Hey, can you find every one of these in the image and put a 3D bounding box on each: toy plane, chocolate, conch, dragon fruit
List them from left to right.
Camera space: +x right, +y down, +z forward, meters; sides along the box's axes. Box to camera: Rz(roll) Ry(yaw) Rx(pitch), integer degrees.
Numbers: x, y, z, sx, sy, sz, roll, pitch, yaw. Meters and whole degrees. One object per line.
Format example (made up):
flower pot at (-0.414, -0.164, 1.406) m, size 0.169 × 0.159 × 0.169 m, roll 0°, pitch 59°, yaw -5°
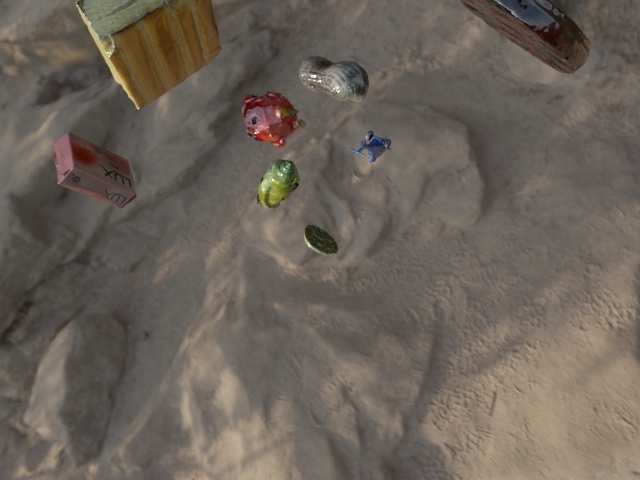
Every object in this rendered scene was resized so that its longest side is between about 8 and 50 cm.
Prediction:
dragon fruit at (-0.109, -0.247, 1.089) m, size 0.112 × 0.126 × 0.068 m, roll -45°, pitch 2°, yaw 23°
conch at (-0.102, -0.138, 1.277) m, size 0.080 × 0.094 × 0.201 m, roll 61°, pitch 140°, yaw 24°
chocolate at (0.034, -0.445, 1.450) m, size 0.248 × 0.110 × 0.110 m, roll 26°, pitch 82°, yaw 36°
toy plane at (0.106, -0.190, 1.095) m, size 0.054 × 0.167 × 0.062 m, roll 28°, pitch 107°, yaw 17°

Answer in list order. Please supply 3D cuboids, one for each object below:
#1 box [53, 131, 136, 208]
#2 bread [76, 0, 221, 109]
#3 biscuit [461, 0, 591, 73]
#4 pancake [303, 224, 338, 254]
box at (-0.461, -0.141, 1.086) m, size 0.060 × 0.156 × 0.111 m, roll -39°, pitch 55°, yaw 20°
bread at (-0.321, -0.416, 1.049) m, size 0.239 × 0.246 × 0.111 m, roll -39°, pitch 80°, yaw -11°
biscuit at (0.479, -0.552, 1.286) m, size 0.091 × 0.407 × 0.407 m, roll -53°, pitch 40°, yaw 21°
pancake at (0.001, 0.000, 1.359) m, size 0.017 × 0.108 × 0.108 m, roll -50°, pitch 39°, yaw 33°
